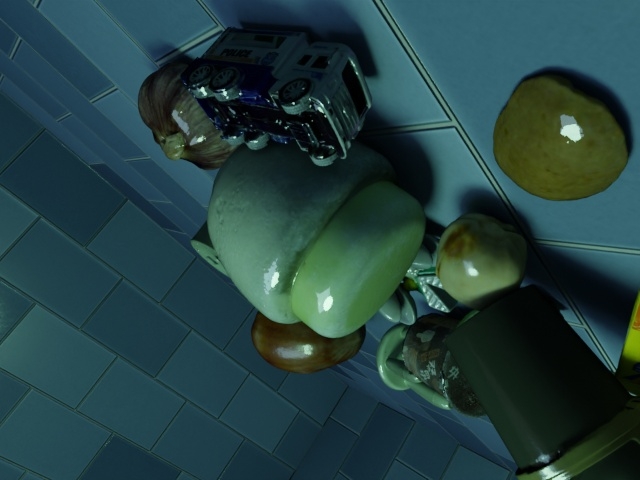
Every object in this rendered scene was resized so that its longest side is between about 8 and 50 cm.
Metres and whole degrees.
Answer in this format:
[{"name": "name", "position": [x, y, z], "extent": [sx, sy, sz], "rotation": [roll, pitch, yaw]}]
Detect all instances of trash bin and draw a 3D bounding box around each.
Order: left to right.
[{"name": "trash bin", "position": [0.350, 0.247, 0.777], "extent": [0.334, 0.214, 0.214], "rotation": [59, 171, 22]}]

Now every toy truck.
[{"name": "toy truck", "position": [-0.054, -0.216, 0.734], "extent": [0.267, 0.155, 0.124], "rotation": [19, 157, 35]}]

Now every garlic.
[{"name": "garlic", "position": [-0.274, -0.235, 1.072], "extent": [0.244, 0.161, 0.245], "rotation": [32, 163, 11]}]

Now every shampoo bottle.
[{"name": "shampoo bottle", "position": [-0.014, -0.021, 0.872], "extent": [0.317, 0.322, 0.322], "rotation": [34, 163, 24]}]

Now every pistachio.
[{"name": "pistachio", "position": [0.255, 0.039, 0.837], "extent": [0.143, 0.144, 0.215], "rotation": [23, 156, 34]}]

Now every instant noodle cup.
[{"name": "instant noodle cup", "position": [0.317, 0.276, 1.234], "extent": [0.217, 0.218, 0.207], "rotation": [42, 169, -20]}]

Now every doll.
[{"name": "doll", "position": [0.156, 0.060, 1.039], "extent": [0.258, 0.153, 0.195], "rotation": [14, 125, 41]}]

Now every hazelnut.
[{"name": "hazelnut", "position": [-0.039, 0.280, 1.704], "extent": [0.365, 0.366, 0.366], "rotation": [32, 162, 12]}]

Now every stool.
[{"name": "stool", "position": [0.286, 0.341, 1.460], "extent": [0.195, 0.195, 0.198], "rotation": [44, 159, -25]}]

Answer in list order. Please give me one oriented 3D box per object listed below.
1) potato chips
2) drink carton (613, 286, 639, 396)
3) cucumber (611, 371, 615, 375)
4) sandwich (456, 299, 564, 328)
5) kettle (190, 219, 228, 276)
[{"name": "potato chips", "position": [0.267, -0.099, 0.608], "extent": [0.150, 0.049, 0.202], "rotation": [37, 169, 15]}, {"name": "drink carton", "position": [0.486, 0.125, 0.668], "extent": [0.154, 0.111, 0.351], "rotation": [25, 160, 34]}, {"name": "cucumber", "position": [0.572, 0.287, 1.055], "extent": [0.067, 0.035, 0.107], "rotation": [44, 159, -19]}, {"name": "sandwich", "position": [0.329, 0.179, 1.003], "extent": [0.079, 0.159, 0.235], "rotation": [41, 156, -10]}, {"name": "kettle", "position": [-0.166, -0.049, 1.190], "extent": [0.165, 0.255, 0.240], "rotation": [42, 160, -27]}]
